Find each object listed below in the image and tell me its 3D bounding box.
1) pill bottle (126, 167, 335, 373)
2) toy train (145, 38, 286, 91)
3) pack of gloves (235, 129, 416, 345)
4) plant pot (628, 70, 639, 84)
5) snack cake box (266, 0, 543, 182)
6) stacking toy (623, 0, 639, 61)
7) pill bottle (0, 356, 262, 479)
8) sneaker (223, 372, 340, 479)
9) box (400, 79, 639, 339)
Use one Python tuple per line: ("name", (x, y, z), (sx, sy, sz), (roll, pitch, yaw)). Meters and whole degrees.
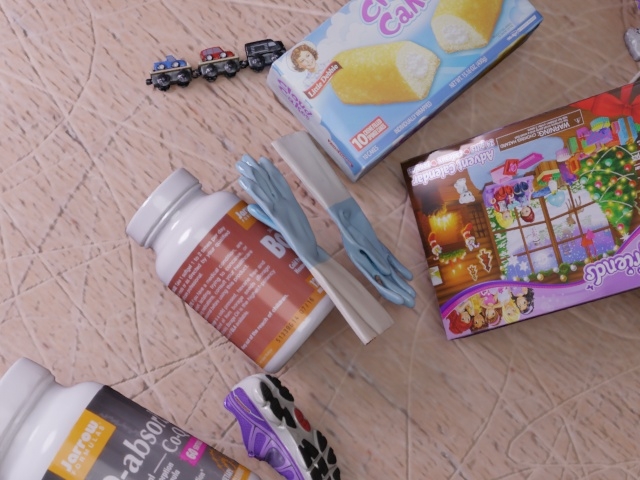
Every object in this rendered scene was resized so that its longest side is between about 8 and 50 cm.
("pill bottle", (-0.091, 0.027, 1.513), (0.216, 0.121, 0.121), (41, 80, 1))
("toy train", (-0.115, -0.195, 1.595), (0.158, 0.027, 0.036), (-12, 79, -8))
("pack of gloves", (0.000, 0.000, 1.514), (0.046, 0.195, 0.232), (-39, 85, 24))
("plant pot", (0.464, -0.072, 1.532), (0.191, 0.284, 0.284), (-8, 80, -44))
("snack cake box", (0.090, -0.206, 1.585), (0.264, 0.089, 0.152), (-40, 87, -10))
("stacking toy", (0.346, -0.314, 1.586), (0.052, 0.167, 0.221), (-23, 83, -9))
("pill bottle", (-0.210, 0.240, 1.449), (0.278, 0.162, 0.162), (30, 79, 0))
("sneaker", (-0.039, 0.218, 1.528), (0.071, 0.068, 0.170), (-31, 94, 28))
("box", (0.245, -0.030, 1.515), (0.293, 0.057, 0.201), (-19, 82, 24))
